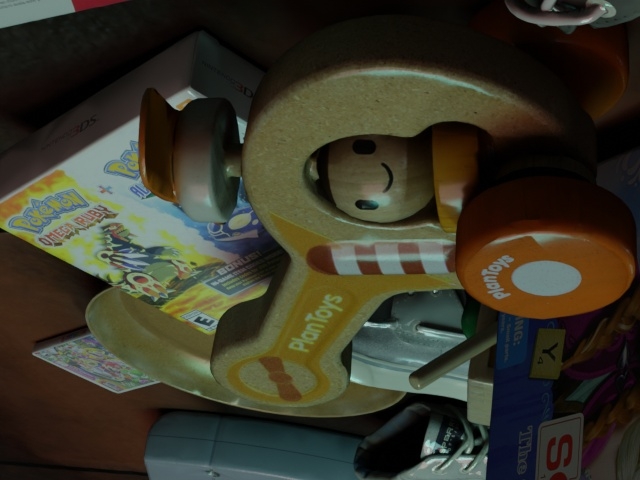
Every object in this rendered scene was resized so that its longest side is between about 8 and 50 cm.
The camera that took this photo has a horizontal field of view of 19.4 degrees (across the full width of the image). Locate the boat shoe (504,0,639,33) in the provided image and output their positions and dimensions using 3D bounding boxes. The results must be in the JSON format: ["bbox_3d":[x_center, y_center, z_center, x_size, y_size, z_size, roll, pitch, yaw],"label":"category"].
[{"bbox_3d":[0.158,-0.099,0.711,0.335,0.095,0.112,7,-175,-16],"label":"boat shoe"}]

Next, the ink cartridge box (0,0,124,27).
[{"bbox_3d":[-0.131,-0.186,0.718,0.128,0.127,0.176,-5,150,35],"label":"ink cartridge box"}]

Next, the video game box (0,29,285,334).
[{"bbox_3d":[-0.068,-0.026,1.099,0.187,0.048,0.205,32,141,-31],"label":"video game box"}]

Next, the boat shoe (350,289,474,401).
[{"bbox_3d":[0.075,0.052,1.201,0.227,0.081,0.079,13,-162,-11],"label":"boat shoe"}]

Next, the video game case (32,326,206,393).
[{"bbox_3d":[-0.158,0.091,1.464,0.087,0.011,0.122,29,151,-31],"label":"video game case"}]

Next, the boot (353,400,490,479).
[{"bbox_3d":[0.130,0.167,1.392,0.123,0.095,0.258,30,148,-24],"label":"boot"}]

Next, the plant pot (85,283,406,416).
[{"bbox_3d":[-0.049,0.067,1.337,0.236,0.032,0.236,11,155,5],"label":"plant pot"}]

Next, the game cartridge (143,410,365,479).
[{"bbox_3d":[-0.001,0.217,1.610,0.294,0.060,0.196,10,159,5],"label":"game cartridge"}]

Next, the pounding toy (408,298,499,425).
[{"bbox_3d":[0.133,0.055,1.104,0.141,0.130,0.100,9,155,8],"label":"pounding toy"}]

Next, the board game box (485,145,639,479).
[{"bbox_3d":[0.194,0.095,0.891,0.066,0.319,0.318,17,158,-28],"label":"board game box"}]

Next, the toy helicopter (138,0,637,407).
[{"bbox_3d":[0.000,0.000,0.968,0.235,0.140,0.355,11,148,-13],"label":"toy helicopter"}]
